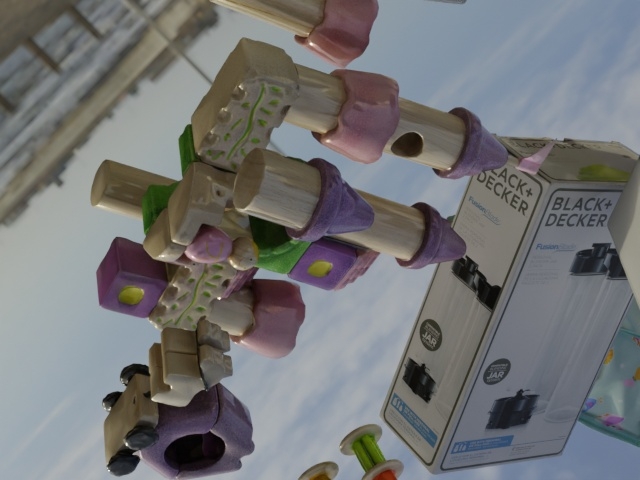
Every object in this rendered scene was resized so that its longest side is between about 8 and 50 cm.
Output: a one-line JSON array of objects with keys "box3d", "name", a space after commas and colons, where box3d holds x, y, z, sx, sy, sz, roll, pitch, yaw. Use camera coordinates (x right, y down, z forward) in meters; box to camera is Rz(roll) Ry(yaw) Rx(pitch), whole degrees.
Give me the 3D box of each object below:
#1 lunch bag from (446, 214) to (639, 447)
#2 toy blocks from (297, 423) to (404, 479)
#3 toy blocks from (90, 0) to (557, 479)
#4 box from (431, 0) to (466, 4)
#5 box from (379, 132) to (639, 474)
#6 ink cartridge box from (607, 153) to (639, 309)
[{"box3d": [0.260, 0.074, 1.392, 0.160, 0.262, 0.223, -56, -154, 25], "name": "lunch bag"}, {"box3d": [0.051, 0.292, 1.381, 0.123, 0.054, 0.148, -43, -125, 18], "name": "toy blocks"}, {"box3d": [0.000, 0.000, 0.964, 0.289, 0.260, 0.309, -53, -147, 33], "name": "toy blocks"}, {"box3d": [0.022, -0.270, 0.879, 0.119, 0.180, 0.182, 40, -57, 51], "name": "box"}, {"box3d": [0.179, 0.056, 1.117, 0.087, 0.169, 0.290, 44, -56, 45], "name": "box"}, {"box3d": [0.364, -0.007, 0.933, 0.171, 0.232, 0.168, 102, -18, -47], "name": "ink cartridge box"}]
